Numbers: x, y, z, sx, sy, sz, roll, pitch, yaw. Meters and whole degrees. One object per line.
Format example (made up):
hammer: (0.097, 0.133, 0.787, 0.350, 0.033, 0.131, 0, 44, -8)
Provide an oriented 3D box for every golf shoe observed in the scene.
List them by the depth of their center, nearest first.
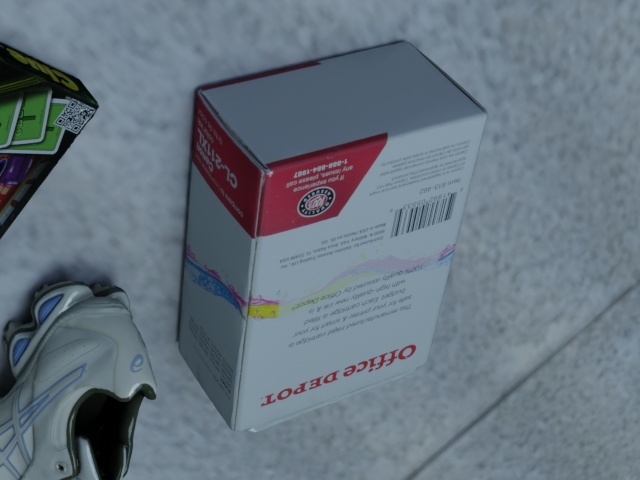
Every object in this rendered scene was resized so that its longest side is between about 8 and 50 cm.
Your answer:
golf shoe: (-0.136, 0.107, 0.684, 0.069, 0.086, 0.176, -1, 129, -42)

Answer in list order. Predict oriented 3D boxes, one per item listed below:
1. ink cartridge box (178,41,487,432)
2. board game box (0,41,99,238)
ink cartridge box: (0.000, 0.000, 0.703, 0.127, 0.072, 0.175, -17, 136, -28)
board game box: (-0.219, 0.016, 0.572, 0.136, 0.030, 0.260, 24, 110, -47)
